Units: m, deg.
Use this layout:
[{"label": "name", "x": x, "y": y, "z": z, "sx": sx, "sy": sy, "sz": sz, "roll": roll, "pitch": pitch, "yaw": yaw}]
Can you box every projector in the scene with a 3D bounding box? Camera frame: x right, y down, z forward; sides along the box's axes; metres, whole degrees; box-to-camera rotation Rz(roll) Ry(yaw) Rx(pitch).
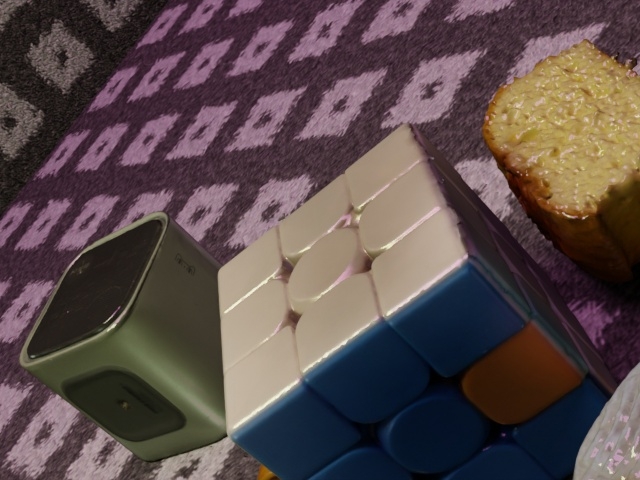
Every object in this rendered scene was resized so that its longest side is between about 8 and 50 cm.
[{"label": "projector", "x": -0.248, "y": 0.142, "z": 1.643, "sx": 0.248, "sy": 0.249, "sz": 0.249, "roll": -23, "pitch": 35, "yaw": 36}]

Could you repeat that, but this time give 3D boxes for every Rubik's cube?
[{"label": "Rubik's cube", "x": 0.094, "y": 0.111, "z": 1.166, "sx": 0.291, "sy": 0.290, "sz": 0.291, "roll": -39, "pitch": 28, "yaw": 14}]

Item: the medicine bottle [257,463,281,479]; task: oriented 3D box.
[{"label": "medicine bottle", "x": -0.016, "y": 0.240, "z": 1.330, "sx": 0.096, "sy": 0.096, "sz": 0.192, "roll": -32, "pitch": 23, "yaw": 24}]

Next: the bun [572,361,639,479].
[{"label": "bun", "x": 0.345, "y": 0.183, "z": 0.810, "sx": 0.354, "sy": 0.194, "sz": 0.354, "roll": -42, "pitch": 18, "yaw": 17}]

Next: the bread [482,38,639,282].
[{"label": "bread", "x": 0.314, "y": -0.075, "z": 1.238, "sx": 0.194, "sy": 0.179, "sz": 0.340, "roll": -39, "pitch": 25, "yaw": 9}]
